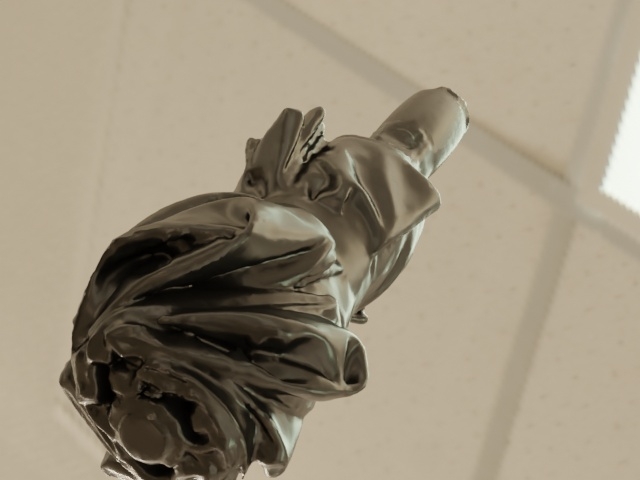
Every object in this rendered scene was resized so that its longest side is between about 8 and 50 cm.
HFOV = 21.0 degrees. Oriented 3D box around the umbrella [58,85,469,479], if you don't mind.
[{"bbox_3d":[0.000,0.000,0.759,0.118,0.340,0.118,10,-64,22],"label":"umbrella"}]
